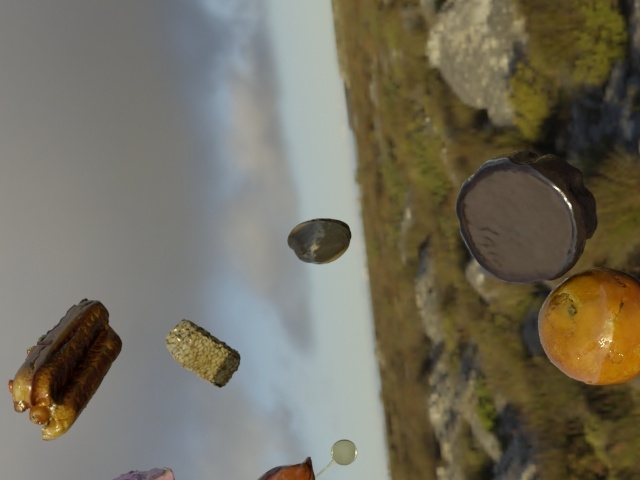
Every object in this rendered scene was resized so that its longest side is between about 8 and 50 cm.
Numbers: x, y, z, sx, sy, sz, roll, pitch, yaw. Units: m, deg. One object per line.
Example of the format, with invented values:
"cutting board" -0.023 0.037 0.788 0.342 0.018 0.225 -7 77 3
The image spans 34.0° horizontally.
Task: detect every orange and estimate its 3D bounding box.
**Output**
"orange" 0.569 0.174 2.136 0.246 0.246 0.246 -6 -90 -87

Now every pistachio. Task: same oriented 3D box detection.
"pistachio" 0.000 0.000 2.452 0.113 0.149 0.113 -21 -90 -87

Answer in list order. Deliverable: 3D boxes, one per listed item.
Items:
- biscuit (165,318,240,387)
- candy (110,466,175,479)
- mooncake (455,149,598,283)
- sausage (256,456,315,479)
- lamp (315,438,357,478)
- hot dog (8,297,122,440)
"biscuit" -0.219 0.213 1.959 0.070 0.082 0.168 40 179 44
"candy" -0.322 0.568 1.971 0.116 0.156 0.265 -24 -85 -49
"mooncake" 0.425 -0.054 2.161 0.141 0.283 0.282 -45 -47 -54
"sausage" -0.135 0.425 1.440 0.094 0.348 0.097 50 166 10
"lamp" -0.011 0.447 1.957 0.050 0.198 0.056 52 175 -9
"hot dog" -0.504 0.245 2.056 0.348 0.117 0.158 -69 -41 -61
